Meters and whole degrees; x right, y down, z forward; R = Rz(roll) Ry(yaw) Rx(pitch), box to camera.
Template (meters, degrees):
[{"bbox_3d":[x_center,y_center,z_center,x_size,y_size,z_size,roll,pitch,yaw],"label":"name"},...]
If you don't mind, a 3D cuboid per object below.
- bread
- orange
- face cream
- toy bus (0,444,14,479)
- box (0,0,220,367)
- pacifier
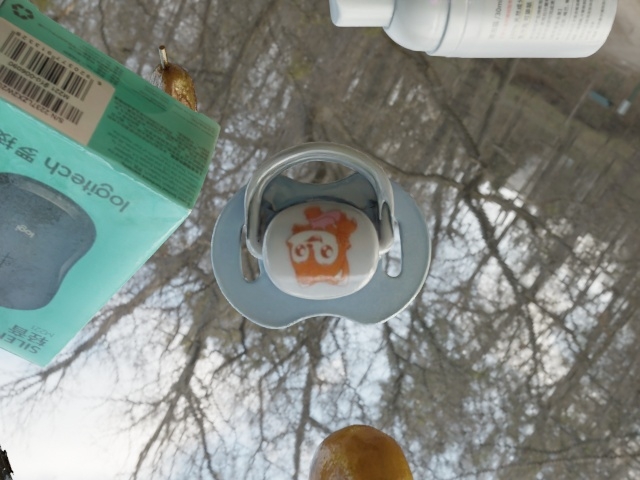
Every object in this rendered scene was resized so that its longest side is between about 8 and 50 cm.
[{"bbox_3d":[-0.268,-0.225,1.477,0.084,0.344,0.124,-17,-125,-16],"label":"bread"},{"bbox_3d":[0.061,0.344,1.123,0.136,0.159,0.159,14,-155,-51],"label":"orange"},{"bbox_3d":[0.167,-0.303,0.981,0.369,0.145,0.145,-2,-151,-9],"label":"face cream"},{"bbox_3d":[-0.478,0.263,0.994,0.145,0.151,0.331,112,135,-75],"label":"toy bus"},{"bbox_3d":[-0.257,-0.031,0.695,0.205,0.311,0.118,33,-139,-21],"label":"box"},{"bbox_3d":[0.000,0.000,1.114,0.299,0.244,0.233,-1,176,-1],"label":"pacifier"}]
